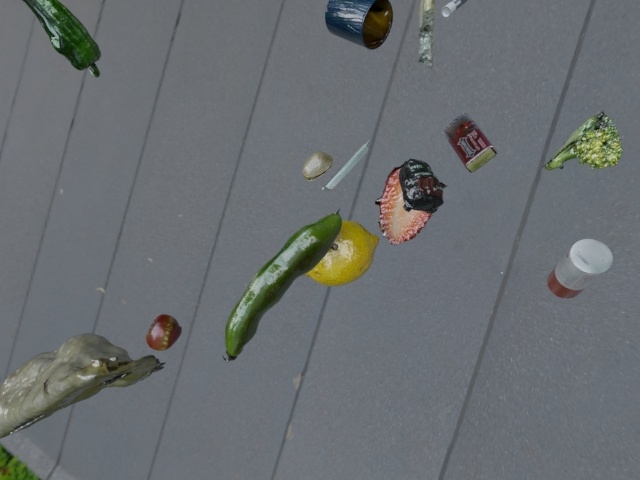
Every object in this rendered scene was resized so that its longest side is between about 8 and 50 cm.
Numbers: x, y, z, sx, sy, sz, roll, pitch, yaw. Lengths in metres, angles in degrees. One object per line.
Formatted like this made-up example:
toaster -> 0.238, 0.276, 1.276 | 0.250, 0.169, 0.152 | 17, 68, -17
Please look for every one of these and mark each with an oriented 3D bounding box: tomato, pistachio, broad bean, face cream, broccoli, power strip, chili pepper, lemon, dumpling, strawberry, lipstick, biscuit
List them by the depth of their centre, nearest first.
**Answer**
dumpling -> -0.298, 0.162, 0.504 | 0.331, 0.166, 0.086 | -25, 84, 27
broad bean -> -0.058, 0.055, 0.538 | 0.255, 0.065, 0.046 | -51, 43, 2
chili pepper -> -0.566, -0.461, 0.864 | 0.100, 0.257, 0.074 | -16, 39, 30
tomato -> -0.385, 0.229, 1.012 | 0.075, 0.087, 0.087 | 32, 102, -20
biscuit -> 0.265, -0.527, 1.025 | 0.040, 0.265, 0.189 | 1, 95, 14
face cream -> 0.700, 0.083, 1.121 | 0.095, 0.214, 0.096 | -5, 64, 10
lemon -> 0.053, 0.040, 1.216 | 0.256, 0.188, 0.189 | -25, 76, 4
power strip -> 0.097, -0.263, 1.454 | 0.027, 0.060, 0.253 | 44, 82, -8
broccoli -> 1.025, -0.332, 1.566 | 0.180, 0.242, 0.273 | 42, 109, 7
lipstick -> 0.524, -0.916, 1.590 | 0.040, 0.040, 0.141 | 37, 65, 22
strawberry -> 0.334, -0.143, 1.623 | 0.233, 0.137, 0.307 | 34, 108, 9
pistachio -> -0.014, -0.326, 1.811 | 0.113, 0.113, 0.149 | 37, 86, 22

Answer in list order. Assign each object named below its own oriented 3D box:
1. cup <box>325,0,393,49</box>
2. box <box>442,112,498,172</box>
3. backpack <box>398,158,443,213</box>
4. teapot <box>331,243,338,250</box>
cup -> 0.101, -0.577, 1.035 | 0.138, 0.113, 0.150 | 37, 109, 32
box -> 0.548, -0.363, 1.515 | 0.120, 0.069, 0.224 | -37, 44, 27
backpack -> 0.298, -0.167, 1.230 | 0.106, 0.119, 0.165 | -46, 49, 54
teapot -> 0.000, 0.000, 1.065 | 0.110, 0.080, 0.085 | 27, 133, 56
